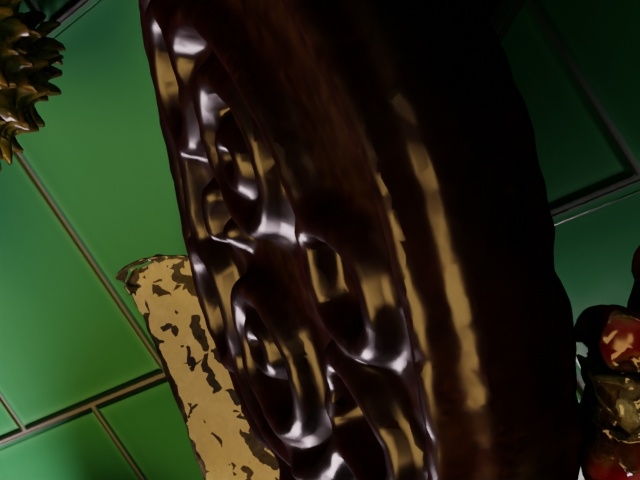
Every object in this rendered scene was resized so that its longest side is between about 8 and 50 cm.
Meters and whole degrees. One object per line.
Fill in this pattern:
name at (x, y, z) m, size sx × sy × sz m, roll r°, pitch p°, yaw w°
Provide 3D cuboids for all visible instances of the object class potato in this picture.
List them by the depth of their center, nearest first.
potato at (-0.031, 0.119, 1.170) m, size 0.120 × 0.100 × 0.261 m, roll -17°, pitch 94°, yaw 11°

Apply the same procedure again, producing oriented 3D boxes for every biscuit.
biscuit at (0.000, 0.000, 0.873) m, size 0.407 × 0.091 × 0.408 m, roll 164°, pitch 90°, yaw -72°

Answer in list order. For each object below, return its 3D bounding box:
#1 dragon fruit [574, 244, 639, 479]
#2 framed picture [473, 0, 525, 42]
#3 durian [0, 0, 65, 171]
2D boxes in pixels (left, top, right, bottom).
dragon fruit at (0.247, 0.087, 0.749) m, size 0.272 × 0.198 × 0.218 m, roll 22°, pitch 125°, yaw 32°
framed picture at (0.007, -0.202, 0.850) m, size 0.260 × 0.023 × 0.189 m, roll 46°, pitch 162°, yaw 7°
durian at (-0.288, -0.152, 1.073) m, size 0.293 × 0.258 × 0.258 m, roll 43°, pitch 152°, yaw 57°
